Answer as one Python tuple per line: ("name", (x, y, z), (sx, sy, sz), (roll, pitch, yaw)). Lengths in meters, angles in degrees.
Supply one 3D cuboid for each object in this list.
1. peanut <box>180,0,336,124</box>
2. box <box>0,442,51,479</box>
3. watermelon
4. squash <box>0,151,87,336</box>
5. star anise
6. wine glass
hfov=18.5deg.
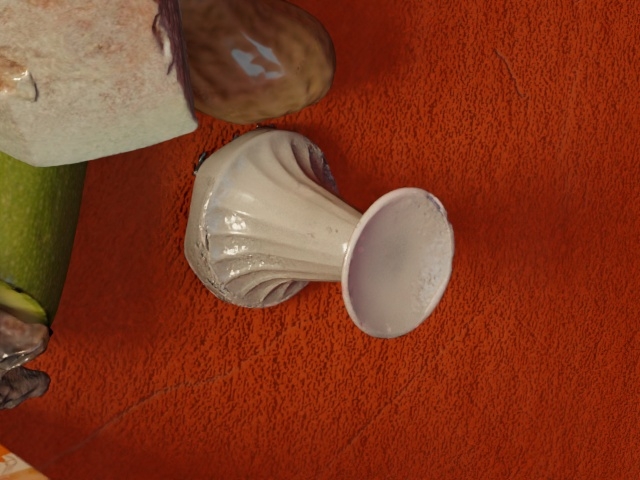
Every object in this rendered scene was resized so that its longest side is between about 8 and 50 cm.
("peanut", (-0.093, -0.171, 1.578), (0.257, 0.124, 0.123), (30, 82, -41))
("box", (-0.301, 0.231, 1.353), (0.225, 0.341, 0.143), (-13, 120, -39))
("watermelon", (-0.210, -0.216, 1.310), (0.387, 0.258, 0.228), (31, 64, -20))
("squash", (-0.268, -0.061, 1.484), (0.189, 0.189, 0.260), (27, 57, -44))
("star anise", (-0.296, 0.071, 1.391), (0.171, 0.208, 0.063), (95, -1, -59))
("wine glass", (0.000, 0.000, 1.660), (0.165, 0.196, 0.164), (-16, 115, -37))
